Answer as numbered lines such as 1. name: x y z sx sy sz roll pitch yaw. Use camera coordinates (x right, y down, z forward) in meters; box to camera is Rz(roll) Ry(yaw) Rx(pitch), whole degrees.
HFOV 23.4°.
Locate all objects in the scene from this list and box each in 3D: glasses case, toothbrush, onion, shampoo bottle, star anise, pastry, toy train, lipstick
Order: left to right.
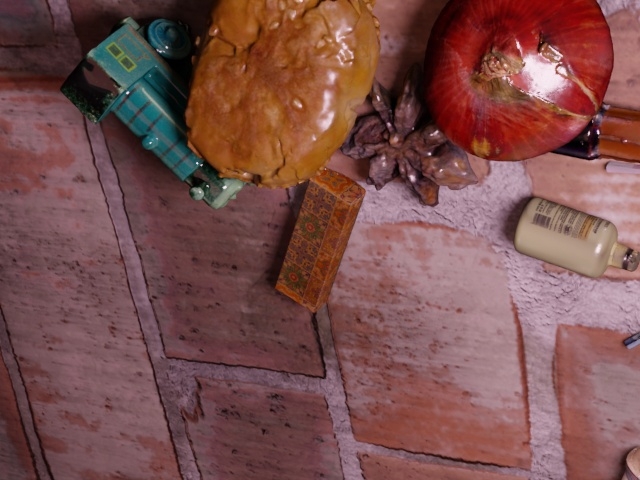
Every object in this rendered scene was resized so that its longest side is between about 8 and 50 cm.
1. toy train: -0.203 -0.173 2.138 0.298 0.194 0.120 45 131 -4
2. pastry: -0.047 -0.223 2.021 0.255 0.162 0.311 34 112 20
3. glasses case: 0.000 0.000 2.229 0.075 0.049 0.218 33 131 17
4. star anise: 0.125 -0.126 2.055 0.197 0.073 0.212 35 134 9
5. onion: 0.229 -0.216 1.857 0.248 0.161 0.248 -14 68 38
6. shampoo bottle: 0.338 0.003 2.011 0.162 0.079 0.079 20 128 17
7. lipstick: 0.391 -0.127 1.897 0.418 0.077 0.077 11 125 23
8. toothbrush: 0.453 -0.081 1.929 0.194 0.014 0.017 10 125 25
9. toothbrush: 0.485 0.094 2.028 0.019 0.016 0.219 43 131 -13

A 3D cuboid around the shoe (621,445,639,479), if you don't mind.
1. shoe: 0.484 0.376 2.168 0.180 0.089 0.092 40 131 5
